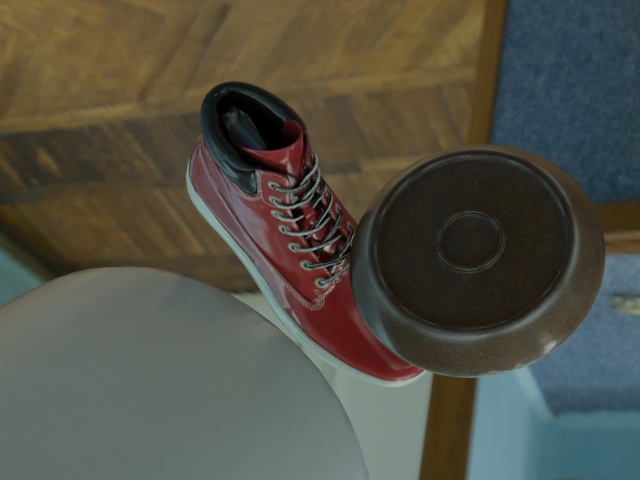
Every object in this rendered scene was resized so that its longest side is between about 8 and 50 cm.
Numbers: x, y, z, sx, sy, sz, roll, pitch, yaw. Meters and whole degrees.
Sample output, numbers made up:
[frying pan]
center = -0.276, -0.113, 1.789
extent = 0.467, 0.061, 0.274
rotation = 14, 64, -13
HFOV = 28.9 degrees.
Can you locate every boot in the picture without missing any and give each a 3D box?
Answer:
[boot]
center = 0.000, 0.000, 0.876
extent = 0.244, 0.088, 0.176
rotation = 46, 163, 4

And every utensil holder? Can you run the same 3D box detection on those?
[utensil holder]
center = -0.170, 0.213, 0.648
extent = 0.327, 0.385, 0.328
rotation = 7, 111, 20

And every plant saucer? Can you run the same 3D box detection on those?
[plant saucer]
center = 0.098, 0.005, 0.802
extent = 0.168, 0.168, 0.029
rotation = 1, 156, 16
